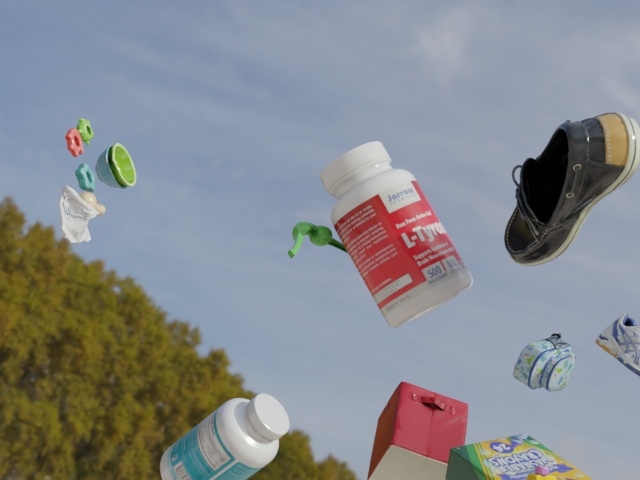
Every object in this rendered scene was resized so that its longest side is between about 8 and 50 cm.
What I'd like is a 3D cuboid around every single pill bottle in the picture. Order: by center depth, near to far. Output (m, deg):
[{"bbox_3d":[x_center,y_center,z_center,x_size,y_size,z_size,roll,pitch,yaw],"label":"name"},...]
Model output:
[{"bbox_3d":[-0.183,0.409,1.911,0.146,0.146,0.264,35,-62,-31],"label":"pill bottle"},{"bbox_3d":[0.167,-0.019,2.292,0.407,0.229,0.229,61,-22,9],"label":"pill bottle"}]

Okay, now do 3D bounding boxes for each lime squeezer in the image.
[{"bbox_3d":[0.000,0.000,2.298,0.110,0.058,0.310,36,16,31],"label":"lime squeezer"}]

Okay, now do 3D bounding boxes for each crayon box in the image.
[{"bbox_3d":[0.424,0.496,1.893,0.203,0.083,0.323,-4,20,-30],"label":"crayon box"}]

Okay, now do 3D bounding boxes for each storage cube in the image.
[{"bbox_3d":[0.237,0.495,2.367,0.184,0.193,0.215,20,-46,-4],"label":"storage cube"}]

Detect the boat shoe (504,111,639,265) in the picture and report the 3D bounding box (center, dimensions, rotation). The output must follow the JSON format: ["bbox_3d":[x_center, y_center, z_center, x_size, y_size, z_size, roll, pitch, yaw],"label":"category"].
[{"bbox_3d":[0.471,-0.098,1.984,0.156,0.186,0.500,0,-25,-13],"label":"boat shoe"}]

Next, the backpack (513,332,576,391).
[{"bbox_3d":[0.455,0.252,1.958,0.114,0.105,0.084,-5,28,-36],"label":"backpack"}]

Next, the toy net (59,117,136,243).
[{"bbox_3d":[-0.318,-0.085,1.346,0.045,0.232,0.122,-16,-60,11],"label":"toy net"}]

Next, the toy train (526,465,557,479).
[{"bbox_3d":[0.290,0.380,1.331,0.046,0.125,0.166,1,-37,48],"label":"toy train"}]

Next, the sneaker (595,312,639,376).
[{"bbox_3d":[0.863,0.291,2.607,0.112,0.131,0.296,35,7,-30],"label":"sneaker"}]
